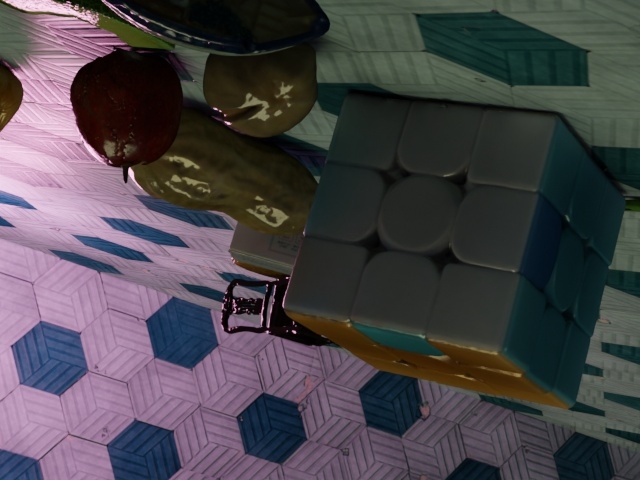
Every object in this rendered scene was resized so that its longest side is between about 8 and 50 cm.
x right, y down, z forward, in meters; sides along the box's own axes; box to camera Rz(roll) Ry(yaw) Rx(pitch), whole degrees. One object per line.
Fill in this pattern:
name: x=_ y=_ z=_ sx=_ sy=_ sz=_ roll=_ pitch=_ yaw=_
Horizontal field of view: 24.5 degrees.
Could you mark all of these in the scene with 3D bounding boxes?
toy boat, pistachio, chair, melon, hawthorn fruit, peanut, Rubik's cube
toy boat: x=-0.115 y=-0.247 z=1.403 sx=0.262 sy=0.114 sz=0.115 roll=20 pitch=163 yaw=-21
pistachio: x=-0.070 y=-0.180 z=1.670 sx=0.124 sy=0.124 sz=0.185 roll=23 pitch=-177 yaw=-29
chair: x=-0.062 y=0.123 z=2.576 sx=0.113 sy=0.106 sz=0.229 roll=19 pitch=167 yaw=-36
melon: x=-0.258 y=-0.266 z=1.634 sx=0.210 sy=0.064 sz=0.118 roll=19 pitch=167 yaw=-27
hawthorn fruit: x=-0.242 y=-0.156 z=1.854 sx=0.148 sy=0.172 sz=0.148 roll=-7 pitch=172 yaw=-1
peanut: x=-0.132 y=-0.093 z=2.074 sx=0.313 sy=0.149 sz=0.149 roll=23 pitch=166 yaw=-28
Rubik's cube: x=0.170 y=0.015 z=1.796 sx=0.291 sy=0.290 sz=0.292 roll=10 pitch=165 yaw=29

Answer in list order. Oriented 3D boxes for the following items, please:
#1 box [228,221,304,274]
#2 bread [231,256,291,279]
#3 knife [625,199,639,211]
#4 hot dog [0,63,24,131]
box: x=0.000 y=0.000 z=2.329 sx=0.269 sy=0.135 sz=0.079 roll=15 pitch=168 yaw=5
bread: x=-0.054 y=0.017 z=2.568 sx=0.196 sy=0.102 sz=0.138 roll=17 pitch=171 yaw=-10
knife: x=0.446 y=-0.040 z=1.845 sx=0.212 sy=0.015 sz=0.054 roll=3 pitch=170 yaw=45
hot dog: x=-0.565 y=-0.196 z=2.134 sx=0.257 sy=0.153 sz=0.150 roll=11 pitch=167 yaw=26
